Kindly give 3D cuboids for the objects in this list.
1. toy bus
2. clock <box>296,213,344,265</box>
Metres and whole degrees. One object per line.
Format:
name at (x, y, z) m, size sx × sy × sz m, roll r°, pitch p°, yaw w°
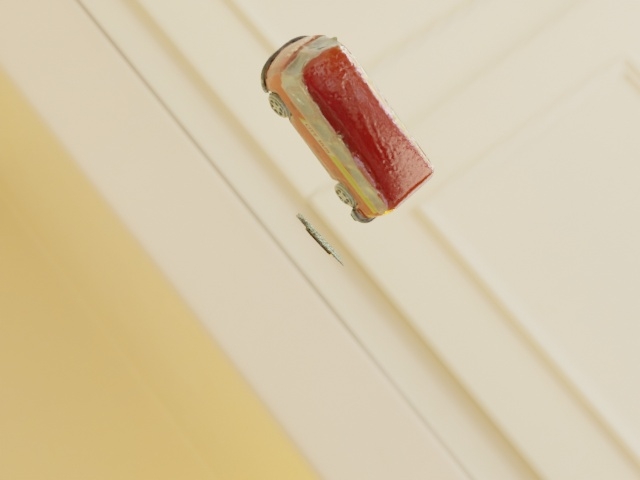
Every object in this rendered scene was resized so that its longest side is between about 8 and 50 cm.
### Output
toy bus at (0.038, -0.156, 2.253) m, size 0.121 × 0.265 × 0.120 m, roll -41°, pitch 14°, yaw -17°
clock at (0.000, 0.000, 2.006) m, size 0.010 × 0.083 × 0.074 m, roll -43°, pitch 15°, yaw 0°
